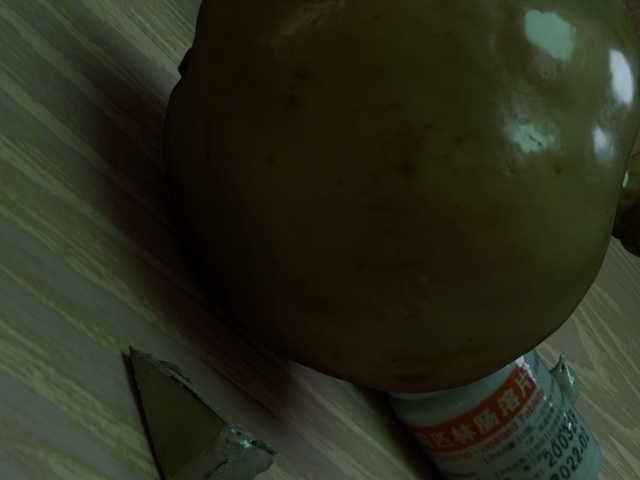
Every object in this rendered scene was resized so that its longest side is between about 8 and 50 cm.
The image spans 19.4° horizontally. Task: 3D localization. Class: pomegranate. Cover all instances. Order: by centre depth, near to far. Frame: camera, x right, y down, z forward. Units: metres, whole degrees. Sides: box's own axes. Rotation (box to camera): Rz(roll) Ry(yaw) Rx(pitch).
[{"bbox_3d":[0.080,-0.073,1.442,0.411,0.411,0.411,54,16,-23],"label":"pomegranate"}]

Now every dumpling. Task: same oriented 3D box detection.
[{"bbox_3d":[0.302,0.184,2.334,0.076,0.052,0.057,64,20,7],"label":"dumpling"}]

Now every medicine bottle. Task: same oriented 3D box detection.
[{"bbox_3d":[0.140,0.140,1.705,0.252,0.144,0.144,56,15,-22],"label":"medicine bottle"}]

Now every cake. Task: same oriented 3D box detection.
[{"bbox_3d":[-0.092,0.116,1.196,0.121,0.065,0.052,42,3,33],"label":"cake"}]
